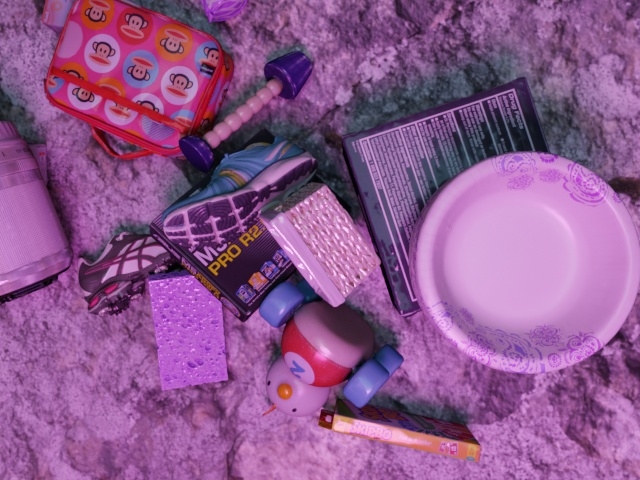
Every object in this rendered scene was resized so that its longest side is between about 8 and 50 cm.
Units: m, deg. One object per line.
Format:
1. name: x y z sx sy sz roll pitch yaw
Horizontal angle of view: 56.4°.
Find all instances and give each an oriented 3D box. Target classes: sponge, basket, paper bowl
1. sponge: -0.225 0.152 1.026 0.117 0.031 0.210 -6 110 -12
2. basket: 0.000 0.000 0.911 0.103 0.113 0.167 -39 105 -8
3. paper bowl: 0.263 0.027 0.814 0.285 0.148 0.284 0 91 2

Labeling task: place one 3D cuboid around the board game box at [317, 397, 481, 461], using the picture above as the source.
1. board game box: 0.127 0.314 1.003 0.260 0.124 0.039 9 88 3

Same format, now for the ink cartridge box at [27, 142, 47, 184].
1. ink cartridge box: -0.582 -0.094 1.108 0.146 0.045 0.179 4 107 3

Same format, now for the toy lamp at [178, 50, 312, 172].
1. toy lamp: -0.119 -0.230 1.022 0.080 0.080 0.274 42 68 4

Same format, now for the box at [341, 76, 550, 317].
1. box: 0.218 -0.065 0.978 0.294 0.183 0.296 -18 90 3

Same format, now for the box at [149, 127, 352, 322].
1. box: -0.112 -0.031 1.005 0.216 0.060 0.270 44 65 3

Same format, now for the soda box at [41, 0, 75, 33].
1. soda box: -0.449 -0.471 1.092 0.063 0.058 0.183 13 90 3

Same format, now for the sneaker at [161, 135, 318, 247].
1. sneaker: -0.133 -0.080 0.947 0.275 0.107 0.110 -31 61 -28

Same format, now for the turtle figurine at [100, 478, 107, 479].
1. turtle figurine: -0.379 0.553 1.045 0.217 0.087 0.269 -24 96 10

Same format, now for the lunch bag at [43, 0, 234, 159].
1. lunch bag: -0.324 -0.272 1.055 0.293 0.120 0.258 23 94 5

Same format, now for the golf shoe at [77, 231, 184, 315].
1. golf shoe: -0.308 0.022 1.050 0.273 0.105 0.120 -32 78 0

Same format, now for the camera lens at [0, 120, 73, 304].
1. camera lens: -0.556 -0.036 0.983 0.220 0.219 0.274 -17 101 3

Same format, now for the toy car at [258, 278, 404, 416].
1. toy car: -0.027 0.220 0.988 0.219 0.210 0.238 41 103 14

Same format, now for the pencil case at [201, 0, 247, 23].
1. pencil case: -0.215 -0.491 1.063 0.088 0.086 0.206 -32 85 -32
